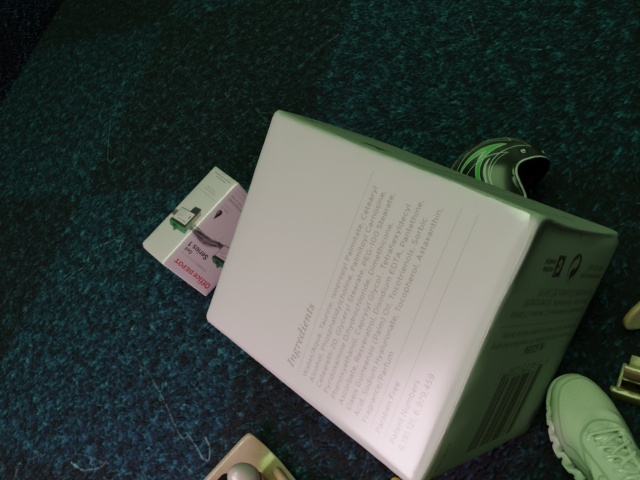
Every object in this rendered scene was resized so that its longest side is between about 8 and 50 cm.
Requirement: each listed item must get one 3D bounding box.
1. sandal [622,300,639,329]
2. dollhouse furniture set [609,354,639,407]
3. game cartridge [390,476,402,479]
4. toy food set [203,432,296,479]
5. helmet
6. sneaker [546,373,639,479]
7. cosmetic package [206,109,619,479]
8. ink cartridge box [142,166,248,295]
[{"bbox_3d":[0.547,0.087,0.805,0.240,0.088,0.079,-25,46,5],"label":"sandal"},{"bbox_3d":[0.438,0.201,0.727,0.161,0.182,0.101,15,68,33],"label":"dollhouse furniture set"},{"bbox_3d":[0.225,0.411,0.641,0.324,0.285,0.052,21,53,35],"label":"game cartridge"},{"bbox_3d":[-0.109,0.444,0.859,0.219,0.092,0.306,-46,31,-12],"label":"toy food set"},{"bbox_3d":[0.298,-0.092,1.001,0.170,0.169,0.161,-2,76,26],"label":"helmet"},{"bbox_3d":[0.374,0.294,0.731,0.110,0.118,0.292,-11,55,-3],"label":"sneaker"},{"bbox_3d":[0.119,0.054,0.826,0.394,0.330,0.327,29,105,36],"label":"cosmetic package"},{"bbox_3d":[-0.228,-0.015,1.224,0.219,0.160,0.093,-49,51,-7],"label":"ink cartridge box"}]
